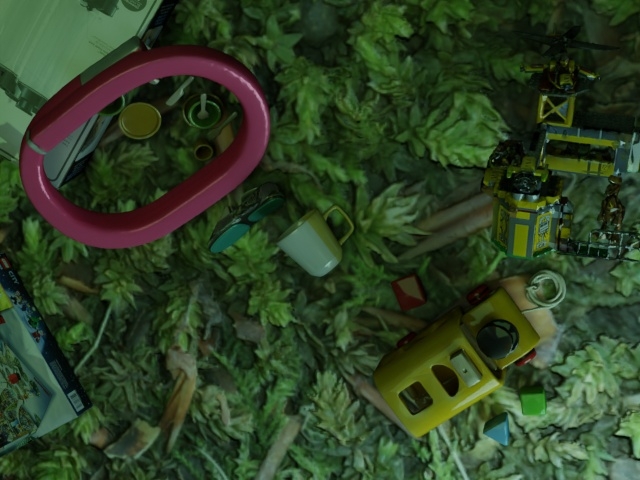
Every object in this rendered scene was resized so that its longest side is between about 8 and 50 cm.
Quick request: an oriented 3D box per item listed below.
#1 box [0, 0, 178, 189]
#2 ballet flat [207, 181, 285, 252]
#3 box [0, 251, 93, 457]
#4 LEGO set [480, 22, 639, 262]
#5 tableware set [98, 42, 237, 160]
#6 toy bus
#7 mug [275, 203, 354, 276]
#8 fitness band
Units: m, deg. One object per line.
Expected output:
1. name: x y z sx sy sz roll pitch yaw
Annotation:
1. box: -0.293 -0.225 1.018 0.169 0.087 0.290 31 107 -6
2. ballet flat: -0.091 -0.031 1.047 0.114 0.041 0.041 -36 90 18
3. box: -0.422 0.154 1.161 0.159 0.044 0.233 -28 92 18
4. LEGO set: 0.309 -0.103 0.807 0.332 0.255 0.192 14 131 23
5. tableware set: -0.175 -0.143 1.004 0.104 0.024 0.154 -42 129 17
6. toy bus: 0.157 0.127 0.971 0.191 0.104 0.202 9 103 13
7. mug: -0.002 0.002 1.015 0.078 0.062 0.064 -37 97 25
8. fitness band: -0.193 -0.102 0.985 0.291 0.054 0.209 -33 131 14
